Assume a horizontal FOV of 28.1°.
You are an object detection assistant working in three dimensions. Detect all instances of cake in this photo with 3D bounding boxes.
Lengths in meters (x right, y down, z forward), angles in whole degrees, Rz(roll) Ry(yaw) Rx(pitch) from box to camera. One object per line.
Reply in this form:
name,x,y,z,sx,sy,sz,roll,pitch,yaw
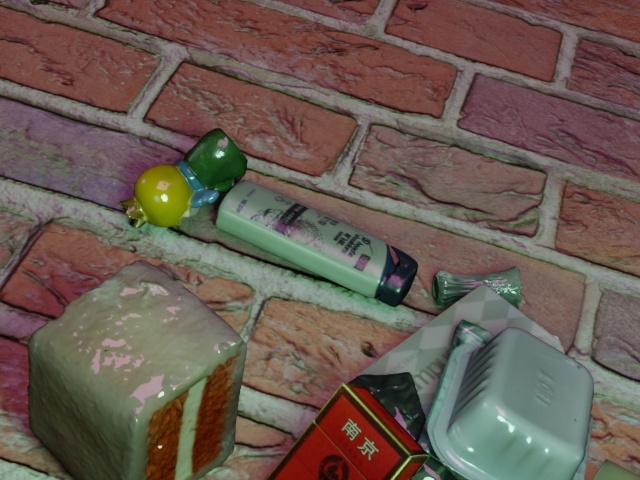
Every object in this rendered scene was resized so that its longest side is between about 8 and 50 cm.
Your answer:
cake,-0.259,0.216,1.821,0.230,0.309,0.237,34,50,24

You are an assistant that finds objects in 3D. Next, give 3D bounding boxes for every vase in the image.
vase,0.274,0.084,2.250,0.149,0.081,0.081,1,45,-9

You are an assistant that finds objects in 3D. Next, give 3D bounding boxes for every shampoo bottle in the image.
shampoo bottle,0.000,0.000,2.268,0.359,0.078,0.134,24,38,12

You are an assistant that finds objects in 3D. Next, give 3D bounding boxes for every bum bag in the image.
bum bag,0.135,0.342,1.849,0.144,0.095,0.340,-28,70,-3

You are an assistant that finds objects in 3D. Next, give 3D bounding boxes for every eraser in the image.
eraser,0.216,0.240,2.066,0.213,0.082,0.397,38,49,24

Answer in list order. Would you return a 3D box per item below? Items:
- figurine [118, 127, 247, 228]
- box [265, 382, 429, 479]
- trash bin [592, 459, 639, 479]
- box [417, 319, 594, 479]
figurine,-0.243,-0.098,2.291,0.127,0.185,0.234,45,89,1
box,0.023,0.341,1.811,0.153,0.240,0.074,46,15,33
trash bin,0.483,0.463,1.878,0.247,0.121,0.243,29,46,20
box,0.308,0.248,1.908,0.264,0.106,0.336,30,32,-1
